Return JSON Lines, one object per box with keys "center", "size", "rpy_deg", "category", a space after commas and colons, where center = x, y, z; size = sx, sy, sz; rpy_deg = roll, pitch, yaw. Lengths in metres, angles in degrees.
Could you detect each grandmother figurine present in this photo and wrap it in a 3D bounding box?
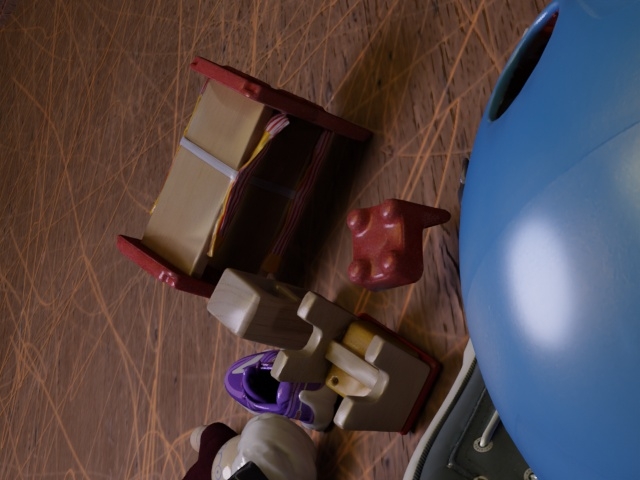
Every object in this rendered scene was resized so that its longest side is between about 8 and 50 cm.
{"center": [-0.111, 0.252, 1.263], "size": [0.342, 0.104, 0.208], "rpy_deg": [-43, 45, 45], "category": "grandmother figurine"}

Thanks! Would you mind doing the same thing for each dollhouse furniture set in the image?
{"center": [0.000, 0.000, 1.221], "size": [0.374, 0.152, 0.201], "rpy_deg": [32, 100, 45], "category": "dollhouse furniture set"}

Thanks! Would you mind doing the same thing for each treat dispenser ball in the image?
{"center": [0.196, 0.004, 0.527], "size": [0.288, 0.288, 0.288], "rpy_deg": [-41, 39, 43], "category": "treat dispenser ball"}

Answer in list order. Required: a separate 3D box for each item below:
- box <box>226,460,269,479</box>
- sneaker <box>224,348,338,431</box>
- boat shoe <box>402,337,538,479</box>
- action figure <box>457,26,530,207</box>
{"center": [-0.165, 0.372, 1.016], "size": [0.343, 0.179, 0.312], "rpy_deg": [-46, -8, 38], "category": "box"}
{"center": [-0.047, 0.124, 1.258], "size": [0.170, 0.071, 0.068], "rpy_deg": [-1, 71, 62], "category": "sneaker"}
{"center": [0.131, 0.125, 0.832], "size": [0.099, 0.116, 0.319], "rpy_deg": [-36, 23, 44], "category": "boat shoe"}
{"center": [0.190, -0.075, 0.861], "size": [0.275, 0.164, 0.141], "rpy_deg": [-29, 68, 62], "category": "action figure"}
